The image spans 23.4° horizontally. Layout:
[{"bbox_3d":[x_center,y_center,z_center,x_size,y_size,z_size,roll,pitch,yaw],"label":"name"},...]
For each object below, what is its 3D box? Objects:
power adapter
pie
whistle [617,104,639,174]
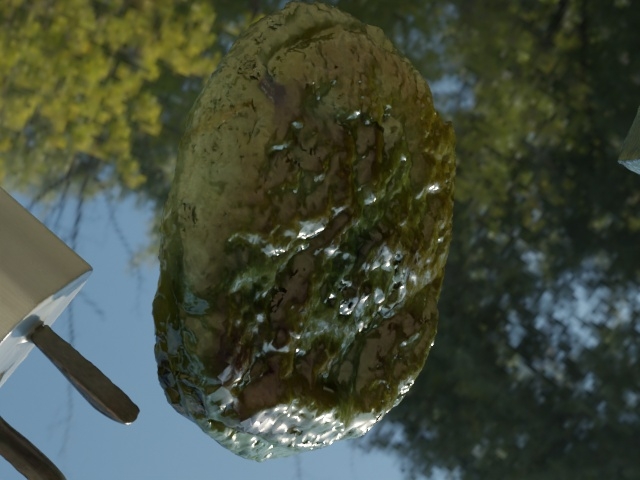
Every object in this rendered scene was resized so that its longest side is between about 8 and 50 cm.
[{"bbox_3d":[-0.193,0.049,0.825,0.205,0.130,0.125,40,-162,1],"label":"power adapter"},{"bbox_3d":[0.000,0.000,0.921,0.078,0.277,0.277,14,-153,33],"label":"pie"},{"bbox_3d":[0.306,-0.065,1.059,0.163,0.163,0.289,31,-175,2],"label":"whistle"}]
